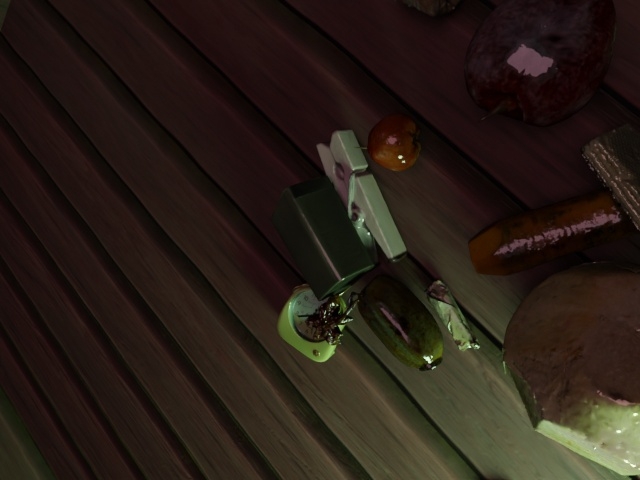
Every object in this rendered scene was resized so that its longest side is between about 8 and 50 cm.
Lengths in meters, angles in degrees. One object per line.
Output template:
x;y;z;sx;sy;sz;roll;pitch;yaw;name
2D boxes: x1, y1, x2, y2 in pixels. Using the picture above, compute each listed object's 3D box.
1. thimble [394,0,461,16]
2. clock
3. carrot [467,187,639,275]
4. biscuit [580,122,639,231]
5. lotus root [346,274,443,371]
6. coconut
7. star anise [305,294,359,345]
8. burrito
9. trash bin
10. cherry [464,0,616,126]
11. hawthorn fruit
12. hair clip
0.233;-0.574;0.807;0.148;0.196;0.229;40;141;21;thimble
-0.004;0.180;1.078;0.170;0.069;0.232;32;108;21;clock
0.441;-0.014;0.807;0.302;0.114;0.114;-22;86;26;carrot
0.557;-0.080;0.713;0.252;0.150;0.052;63;147;11;biscuit
0.181;0.183;0.956;0.241;0.123;0.124;49;143;11;lotus root
0.483;0.207;0.707;0.352;0.352;0.352;3;97;26;coconut
0.034;0.179;0.977;0.190;0.070;0.097;-49;65;33;star anise
0.293;0.169;0.943;0.051;0.042;0.171;-35;83;29;burrito
0.000;0.000;0.983;0.240;0.122;0.164;61;150;13;trash bin
0.389;-0.333;0.747;0.230;0.203;0.300;33;101;27;cherry
0.160;-0.209;0.926;0.140;0.125;0.125;-41;77;37;hawthorn fruit
0.089;-0.093;0.985;0.101;0.085;0.331;-23;89;47;hair clip
